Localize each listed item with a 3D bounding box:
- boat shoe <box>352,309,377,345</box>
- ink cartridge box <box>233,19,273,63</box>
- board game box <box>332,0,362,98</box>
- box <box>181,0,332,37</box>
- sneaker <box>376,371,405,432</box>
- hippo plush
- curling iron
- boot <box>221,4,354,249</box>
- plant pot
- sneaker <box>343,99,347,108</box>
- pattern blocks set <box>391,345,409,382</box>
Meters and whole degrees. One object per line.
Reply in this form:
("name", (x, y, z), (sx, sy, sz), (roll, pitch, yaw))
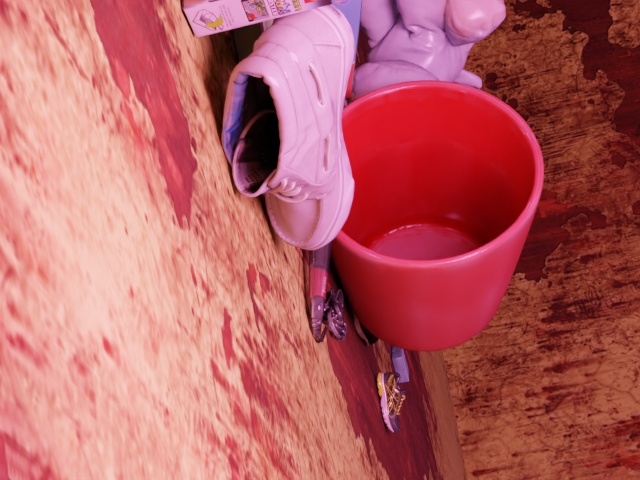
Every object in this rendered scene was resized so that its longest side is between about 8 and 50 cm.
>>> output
("boat shoe", (0.071, 0.107, 1.815), (0.133, 0.042, 0.049), (53, 23, -77))
("ink cartridge box", (-0.057, -0.206, 1.289), (0.235, 0.056, 0.171), (38, 39, -73))
("board game box", (-0.008, -0.365, 1.684), (0.242, 0.064, 0.316), (96, -13, -62))
("box", (-0.059, -0.263, 1.131), (0.036, 0.114, 0.207), (68, 12, -55))
("sneaker", (0.097, 0.214, 1.854), (0.031, 0.035, 0.083), (-11, 88, -82))
("hippo plush", (0.085, -0.223, 1.816), (0.294, 0.234, 0.236), (100, 16, -70))
("curling iron", (0.000, 0.000, 1.462), (0.068, 0.035, 0.274), (76, 7, -46))
("boot", (-0.037, -0.069, 1.160), (0.123, 0.095, 0.258), (-49, 151, -40))
("plant pot", (0.123, -0.011, 1.667), (0.243, 0.275, 0.275), (85, -2, -53))
("sneaker", (0.025, -0.207, 2.032), (0.083, 0.032, 0.037), (34, 44, -81))
("pattern blocks set", (0.096, 0.044, 2.180), (0.285, 0.026, 0.325), (-91, 167, -58))
